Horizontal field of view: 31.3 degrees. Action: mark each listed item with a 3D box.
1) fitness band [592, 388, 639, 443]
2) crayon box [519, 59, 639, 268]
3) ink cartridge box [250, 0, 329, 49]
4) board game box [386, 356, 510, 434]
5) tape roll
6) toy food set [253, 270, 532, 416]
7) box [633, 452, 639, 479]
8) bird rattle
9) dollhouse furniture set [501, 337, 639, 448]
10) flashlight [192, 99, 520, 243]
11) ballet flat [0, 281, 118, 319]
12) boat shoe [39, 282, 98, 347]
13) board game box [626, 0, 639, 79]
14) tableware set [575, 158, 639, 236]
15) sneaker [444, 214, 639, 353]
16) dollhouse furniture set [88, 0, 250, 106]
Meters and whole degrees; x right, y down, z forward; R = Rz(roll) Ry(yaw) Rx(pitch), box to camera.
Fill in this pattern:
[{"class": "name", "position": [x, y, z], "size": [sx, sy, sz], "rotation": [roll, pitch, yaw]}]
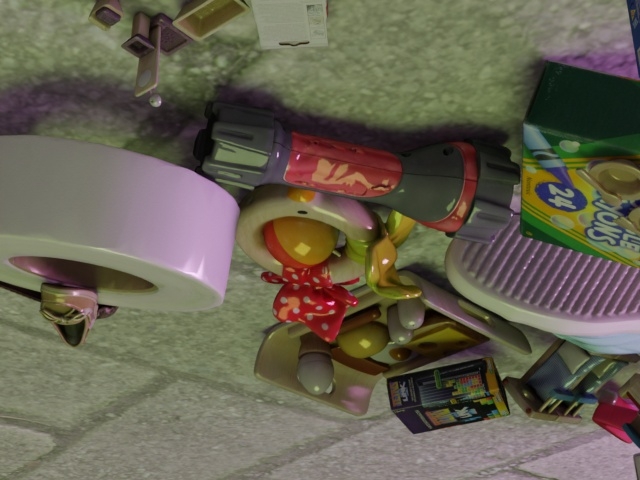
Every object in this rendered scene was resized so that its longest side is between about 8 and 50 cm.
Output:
[{"class": "fitness band", "position": [0.516, 0.296, 1.678], "size": [0.209, 0.054, 0.291], "rotation": [23, 174, 38]}, {"class": "crayon box", "position": [0.350, -0.042, 1.053], "size": [0.323, 0.083, 0.203], "rotation": [15, 154, 17]}, {"class": "ink cartridge box", "position": [-0.026, -0.204, 0.939], "size": [0.063, 0.029, 0.115], "rotation": [-2, 151, 3]}, {"class": "board game box", "position": [0.173, 0.209, 1.516], "size": [0.141, 0.048, 0.170], "rotation": [-14, 157, 10]}, {"class": "tape roll", "position": [-0.228, -0.010, 1.139], "size": [0.286, 0.100, 0.286], "rotation": [8, 166, 2]}, {"class": "toy food set", "position": [0.092, 0.152, 1.500], "size": [0.306, 0.092, 0.220], "rotation": [-26, 141, 38]}, {"class": "box", "position": [0.507, 0.334, 1.467], "size": [0.113, 0.094, 0.275], "rotation": [-20, 150, 30]}, {"class": "bird rattle", "position": [0.000, 0.000, 1.253], "size": [0.207, 0.143, 0.253], "rotation": [34, 151, -28]}, {"class": "dollhouse furniture set", "position": [0.351, 0.205, 1.439], "size": [0.129, 0.183, 0.129], "rotation": [15, 121, -47]}, {"class": "flashlight", "position": [0.037, -0.071, 1.105], "size": [0.304, 0.103, 0.103], "rotation": [11, 124, -16]}, {"class": "ballet flat", "position": [-0.348, 0.044, 1.349], "size": [0.250, 0.058, 0.084], "rotation": [23, 142, -35]}, {"class": "boat shoe", "position": [-0.265, 0.078, 1.199], "size": [0.056, 0.048, 0.153], "rotation": [10, 166, -5]}, {"class": "board game box", "position": [0.275, -0.190, 0.785], "size": [0.136, 0.201, 0.035], "rotation": [6, 150, -11]}, {"class": "tableware set", "position": [0.312, -0.034, 0.979], "size": [0.141, 0.020, 0.169], "rotation": [41, 151, -30]}, {"class": "sneaker", "position": [0.292, 0.076, 1.323], "size": [0.366, 0.135, 0.150], "rotation": [12, 145, -19]}, {"class": "dollhouse furniture set", "position": [-0.124, -0.169, 0.947], "size": [0.114, 0.081, 0.091], "rotation": [-22, 143, 34]}]
